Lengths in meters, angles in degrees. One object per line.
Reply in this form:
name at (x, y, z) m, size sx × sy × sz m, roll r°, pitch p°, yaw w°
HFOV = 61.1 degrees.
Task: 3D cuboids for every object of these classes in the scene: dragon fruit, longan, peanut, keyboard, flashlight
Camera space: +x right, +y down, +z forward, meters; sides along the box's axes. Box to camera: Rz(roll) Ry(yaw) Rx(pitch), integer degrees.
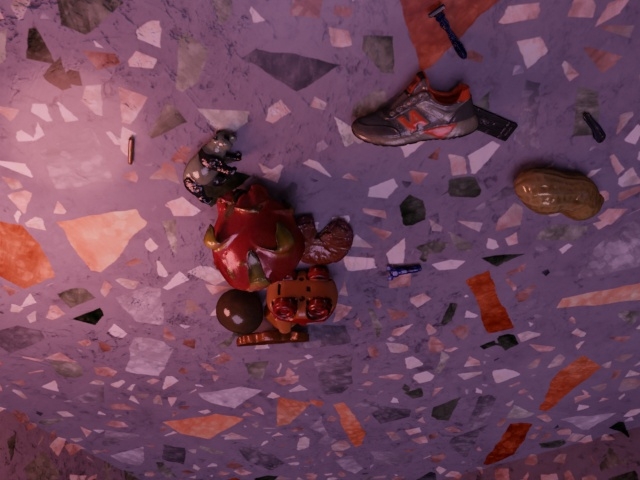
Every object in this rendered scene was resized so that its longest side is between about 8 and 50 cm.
dragon fruit at (-0.208, -0.025, 1.606) m, size 0.306 × 0.305 × 0.225 m, roll -13°, pitch 128°, yaw 10°
longan at (-0.286, 0.255, 1.937) m, size 0.168 × 0.167 × 0.187 m, roll -10°, pitch 136°, yaw 7°
peanut at (0.726, -0.139, 1.639) m, size 0.306 × 0.146 × 0.146 m, roll 7°, pitch 132°, yaw -14°
keyboard at (0.454, -0.337, 1.523) m, size 0.205 × 0.013 × 0.061 m, roll 17°, pitch 130°, yaw -17°
flashlight at (0.293, 0.105, 1.906) m, size 0.121 × 0.035 × 0.057 m, roll -10°, pitch 107°, yaw 1°

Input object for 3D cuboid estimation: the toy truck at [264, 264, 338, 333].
toy truck at (-0.071, 0.221, 1.905) m, size 0.265 × 0.188 × 0.239 m, roll -1°, pitch 141°, yaw 1°

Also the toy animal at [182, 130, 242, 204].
toy animal at (-0.309, -0.217, 1.561) m, size 0.121 × 0.093 × 0.225 m, roll 34°, pitch 124°, yaw -17°

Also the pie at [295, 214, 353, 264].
pie at (0.000, 0.000, 1.786) m, size 0.219 × 0.054 × 0.204 m, roll -3°, pitch 132°, yaw 1°

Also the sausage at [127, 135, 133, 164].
sausage at (-0.546, -0.258, 1.561) m, size 0.015 × 0.015 × 0.100 m, roll 11°, pitch 131°, yaw -11°

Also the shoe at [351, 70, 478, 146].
shoe at (0.245, -0.354, 1.432) m, size 0.337 × 0.132 × 0.170 m, roll -5°, pitch 122°, yaw 6°

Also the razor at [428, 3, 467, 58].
razor at (0.323, -0.515, 1.347) m, size 0.044 × 0.028 × 0.154 m, roll -31°, pitch 125°, yaw 24°

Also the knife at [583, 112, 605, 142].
knife at (0.777, -0.322, 1.545) m, size 0.031 × 0.018 × 0.121 m, roll -38°, pitch 121°, yaw 26°

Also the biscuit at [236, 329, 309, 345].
biscuit at (-0.198, 0.370, 2.062) m, size 0.307 × 0.043 × 0.284 m, roll -11°, pitch 165°, yaw 27°
